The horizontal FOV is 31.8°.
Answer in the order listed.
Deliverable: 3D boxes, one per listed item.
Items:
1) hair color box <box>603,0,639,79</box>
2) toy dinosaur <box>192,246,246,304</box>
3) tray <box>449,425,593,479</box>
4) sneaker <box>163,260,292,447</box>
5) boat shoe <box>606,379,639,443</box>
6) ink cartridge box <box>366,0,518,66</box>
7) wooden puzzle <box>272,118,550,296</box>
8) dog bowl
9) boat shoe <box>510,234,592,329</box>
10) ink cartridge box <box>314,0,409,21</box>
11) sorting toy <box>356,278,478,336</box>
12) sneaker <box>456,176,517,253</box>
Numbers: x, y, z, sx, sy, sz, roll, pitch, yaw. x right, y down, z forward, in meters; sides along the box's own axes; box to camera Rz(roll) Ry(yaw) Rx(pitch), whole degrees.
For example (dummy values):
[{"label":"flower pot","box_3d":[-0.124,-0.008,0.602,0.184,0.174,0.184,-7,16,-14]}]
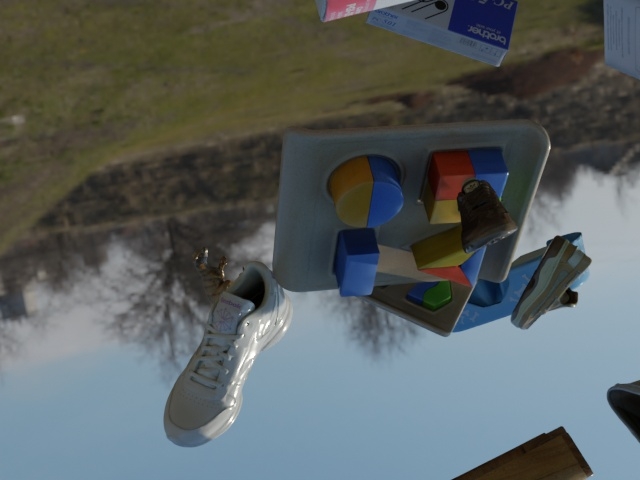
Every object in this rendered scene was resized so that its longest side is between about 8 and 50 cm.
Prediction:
[{"label":"hair color box","box_3d":[0.565,-0.268,1.550,0.347,0.174,0.105,32,-111,31]},{"label":"toy dinosaur","box_3d":[-0.177,0.100,2.039,0.112,0.211,0.064,-26,-162,-23]},{"label":"tray","box_3d":[0.139,0.373,1.394,0.203,0.076,0.411,-16,155,-36]},{"label":"sneaker","box_3d":[-0.152,0.161,1.675,0.114,0.152,0.305,17,-122,22]},{"label":"boat shoe","box_3d":[0.544,0.300,1.815,0.103,0.118,0.320,0,-166,3]},{"label":"ink cartridge box","box_3d":[0.179,-0.334,1.642,0.207,0.097,0.046,18,151,-4]},{"label":"wooden puzzle","box_3d":[0.116,-0.026,1.540,0.348,0.080,0.322,-1,140,-7]},{"label":"dog bowl","box_3d":[0.311,0.074,1.857,0.297,0.074,0.166,-24,-178,38]},{"label":"boat shoe","box_3d":[0.319,0.074,1.549,0.068,0.072,0.190,-56,169,-33]},{"label":"ink cartridge box","box_3d":[0.113,-0.395,1.314,0.283,0.207,0.117,-14,172,-5]},{"label":"sorting toy","box_3d":[0.148,0.030,1.729,0.193,0.038,0.208,24,-123,12]},{"label":"sneaker","box_3d":[0.182,-0.033,1.316,0.066,0.071,0.188,-27,-177,7]}]
